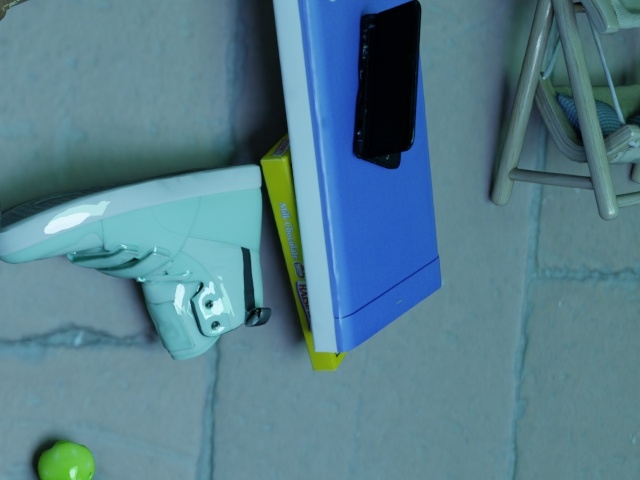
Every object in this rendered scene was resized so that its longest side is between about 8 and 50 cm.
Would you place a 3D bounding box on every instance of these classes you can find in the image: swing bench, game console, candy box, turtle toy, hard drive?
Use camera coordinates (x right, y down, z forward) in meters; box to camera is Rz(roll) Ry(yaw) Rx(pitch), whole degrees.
[{"bbox_3d":[0.308,-0.165,1.473,0.253,0.165,0.254,-9,103,-40],"label":"swing bench"},{"bbox_3d":[0.070,-0.125,1.218,0.107,0.071,0.122,14,79,-61],"label":"game console"},{"bbox_3d":[0.000,0.000,1.287,0.105,0.027,0.205,-55,137,-55],"label":"candy box"},{"bbox_3d":[-0.192,0.222,1.158,0.095,0.066,0.130,-7,100,-17],"label":"turtle toy"},{"bbox_3d":[0.037,-0.087,1.280,0.210,0.040,0.318,-28,115,-59],"label":"hard drive"}]

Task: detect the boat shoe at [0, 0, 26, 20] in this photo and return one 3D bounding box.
[{"bbox_3d":[-0.255,-0.172,1.048,0.178,0.064,0.060,-15,112,-32],"label":"boat shoe"}]

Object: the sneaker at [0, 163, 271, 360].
[{"bbox_3d":[-0.138,0.028,1.151,0.256,0.094,0.151,-12,97,-42],"label":"sneaker"}]
